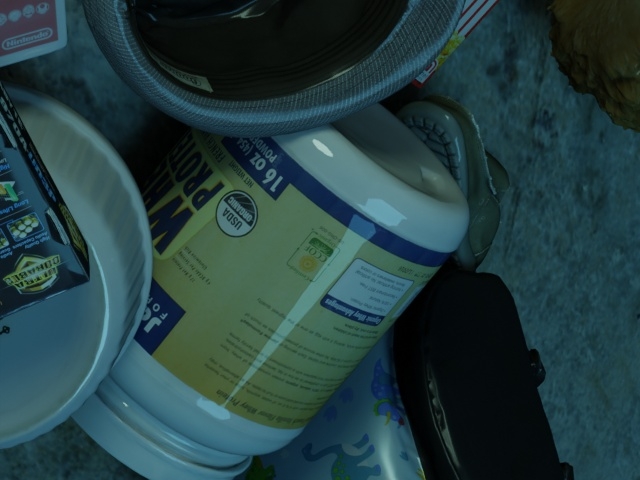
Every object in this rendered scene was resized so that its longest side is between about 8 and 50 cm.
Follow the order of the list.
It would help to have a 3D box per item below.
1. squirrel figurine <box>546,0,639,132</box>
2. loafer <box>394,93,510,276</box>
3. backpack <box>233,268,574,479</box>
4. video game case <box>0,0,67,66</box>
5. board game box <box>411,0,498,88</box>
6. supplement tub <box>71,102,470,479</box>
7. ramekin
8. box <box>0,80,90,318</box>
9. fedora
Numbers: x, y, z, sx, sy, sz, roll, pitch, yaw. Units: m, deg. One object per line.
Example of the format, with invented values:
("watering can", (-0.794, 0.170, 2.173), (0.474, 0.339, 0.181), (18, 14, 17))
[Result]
("squirrel figurine", (0.399, -0.237, 1.619), (0.370, 0.281, 0.397), (-5, 136, -49))
("loafer", (0.116, -0.057, 1.696), (0.087, 0.094, 0.251), (-51, 156, -22))
("backpack", (0.017, 0.216, 1.732), (0.273, 0.290, 0.355), (8, 151, -39))
("video game case", (-0.258, -0.206, 1.154), (0.204, 0.025, 0.285), (-20, 139, -21))
("board game box", (0.094, -0.231, 1.525), (0.193, 0.045, 0.147), (-48, 141, 13))
("supplement tub", (-0.056, 0.028, 1.520), (0.228, 0.228, 0.316), (22, 113, -47))
("ramekin", (-0.254, 0.027, 1.348), (0.273, 0.127, 0.272), (-1, 107, -4))
("box", (-0.284, -0.011, 1.222), (0.220, 0.051, 0.175), (-23, 120, 3))
("fedora", (-0.042, -0.205, 1.359), (0.275, 0.124, 0.243), (-20, 120, -9))
